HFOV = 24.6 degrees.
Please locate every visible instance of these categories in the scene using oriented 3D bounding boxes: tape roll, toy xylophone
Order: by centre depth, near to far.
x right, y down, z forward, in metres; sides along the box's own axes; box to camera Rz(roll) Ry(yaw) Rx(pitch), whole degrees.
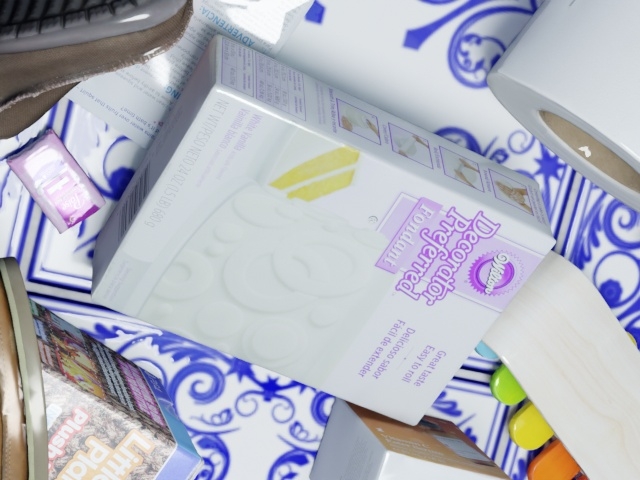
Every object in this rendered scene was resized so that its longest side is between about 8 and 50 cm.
[{"bbox_3d":[0.293,-0.138,1.301,0.246,0.246,0.169,39,89,-19],"label":"tape roll"},{"bbox_3d":[0.282,0.137,1.436,0.236,0.081,0.323,-33,107,-14],"label":"toy xylophone"}]

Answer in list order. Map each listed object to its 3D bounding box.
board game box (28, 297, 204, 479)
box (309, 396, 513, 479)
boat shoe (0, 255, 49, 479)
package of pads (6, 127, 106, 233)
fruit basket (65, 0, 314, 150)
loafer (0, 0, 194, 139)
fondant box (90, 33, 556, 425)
[{"bbox_3d":[-0.269,0.130,1.203,0.291,0.232,0.141,34,91,-18],"label":"board game box"},{"bbox_3d":[0.080,0.219,1.350,0.130,0.170,0.091,15,98,-18],"label":"box"},{"bbox_3d":[-0.247,0.165,1.035,0.104,0.111,0.307,-3,103,-15],"label":"boat shoe"},{"bbox_3d":[-0.231,-0.052,1.283,0.050,0.032,0.083,-36,108,-4],"label":"package of pads"},{"bbox_3d":[-0.142,-0.281,1.223,0.327,0.165,0.353,33,107,-18],"label":"fruit basket"},{"bbox_3d":[-0.243,-0.156,1.154,0.130,0.365,0.134,51,42,-46],"label":"loafer"},{"bbox_3d":[0.000,0.000,1.278,0.330,0.096,0.238,22,120,-20],"label":"fondant box"}]
